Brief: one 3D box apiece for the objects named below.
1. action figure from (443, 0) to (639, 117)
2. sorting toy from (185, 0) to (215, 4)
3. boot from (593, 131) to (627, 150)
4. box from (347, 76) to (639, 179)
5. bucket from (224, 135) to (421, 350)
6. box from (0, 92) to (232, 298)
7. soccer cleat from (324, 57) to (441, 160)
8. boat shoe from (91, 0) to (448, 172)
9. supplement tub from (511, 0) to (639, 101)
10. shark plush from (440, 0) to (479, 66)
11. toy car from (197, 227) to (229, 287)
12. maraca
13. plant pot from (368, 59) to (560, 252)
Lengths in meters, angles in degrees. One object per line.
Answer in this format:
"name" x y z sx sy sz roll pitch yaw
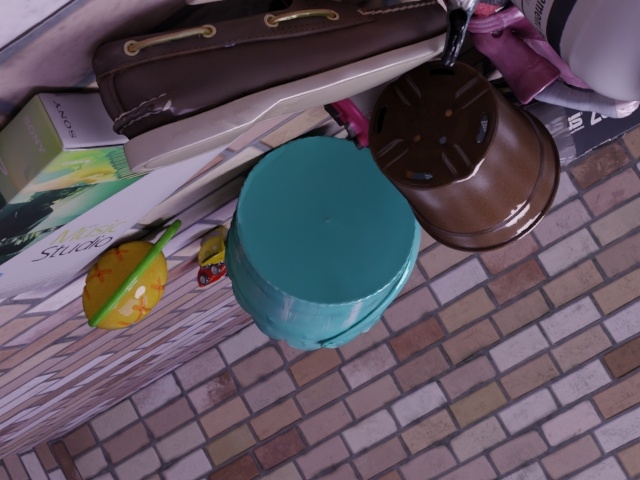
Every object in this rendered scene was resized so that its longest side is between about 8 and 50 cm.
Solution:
"action figure" 0.223 -0.265 0.844 0.370 0.248 0.275 -7 -158 -40
"sorting toy" 0.022 -0.233 0.588 0.193 0.038 0.208 -24 170 -40
"boot" 0.403 -0.212 1.549 0.264 0.096 0.280 -23 -165 13
"box" 0.270 -0.173 1.213 0.318 0.097 0.395 -28 -166 -27
"bucket" 0.000 0.000 1.187 0.281 0.281 0.183 -28 167 -16
"box" -0.251 -0.031 0.803 0.322 0.059 0.232 -36 171 32
"soccer cleat" 0.080 -0.170 0.954 0.143 0.116 0.331 -43 167 8
"boat shoe" -0.023 -0.153 0.693 0.324 0.097 0.116 -25 -177 -25
"supplement tub" 0.152 -0.190 0.395 0.191 0.272 0.191 -33 164 -11
"shark plush" 0.131 -0.219 0.671 0.073 0.161 0.067 7 -172 26
"toy car" -0.118 -0.007 1.464 0.224 0.053 0.239 -28 173 -13
"maraca" -0.253 0.045 1.160 0.186 0.099 0.127 -53 -167 -24
"plant pot" 0.135 -0.088 0.831 0.167 0.167 0.165 -32 154 16
